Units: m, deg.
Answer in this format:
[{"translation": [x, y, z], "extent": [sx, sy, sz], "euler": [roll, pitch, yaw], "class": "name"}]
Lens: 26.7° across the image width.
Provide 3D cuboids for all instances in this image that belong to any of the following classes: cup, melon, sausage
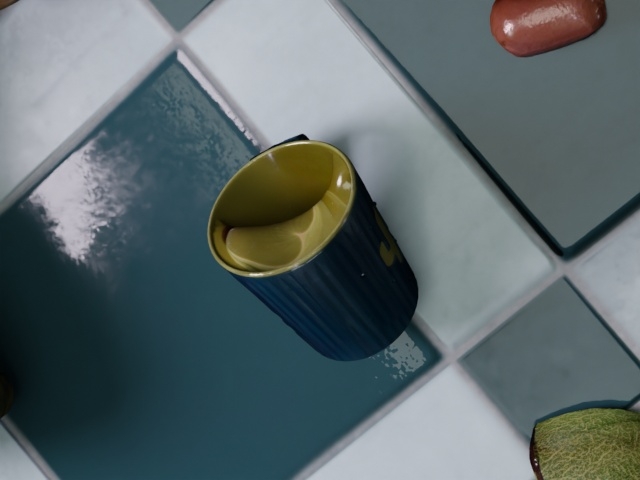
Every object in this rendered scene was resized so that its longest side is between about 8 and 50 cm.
[{"translation": [0.000, 0.000, 1.113], "extent": [0.131, 0.176, 0.155], "euler": [-21, 135, 17], "class": "cup"}, {"translation": [0.255, 0.210, 1.131], "extent": [0.128, 0.079, 0.160], "euler": [-35, 90, 16], "class": "melon"}, {"translation": [0.184, -0.181, 1.091], "extent": [0.094, 0.059, 0.054], "euler": [-16, 102, 12], "class": "sausage"}]

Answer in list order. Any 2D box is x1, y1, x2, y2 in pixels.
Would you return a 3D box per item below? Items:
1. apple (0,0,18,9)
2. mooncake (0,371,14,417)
[{"translation": [-0.321, -0.335, 1.049], "extent": [0.319, 0.319, 0.277], "euler": [-37, 58, 15], "class": "apple"}, {"translation": [-0.436, 0.032, 1.171], "extent": [0.394, 0.246, 0.393], "euler": [32, 110, 9], "class": "mooncake"}]
